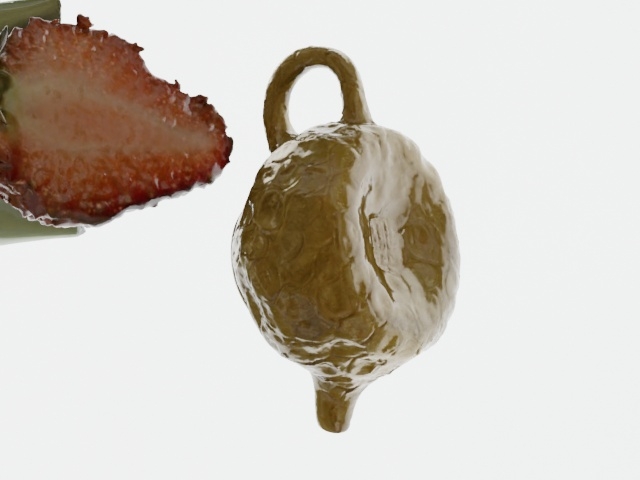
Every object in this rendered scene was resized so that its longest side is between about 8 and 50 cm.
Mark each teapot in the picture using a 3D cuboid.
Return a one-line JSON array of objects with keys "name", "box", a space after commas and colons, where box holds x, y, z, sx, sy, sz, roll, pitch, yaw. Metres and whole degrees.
[{"name": "teapot", "box": [0.000, 0.000, 1.257, 0.167, 0.203, 0.311, -12, -93, 38]}]

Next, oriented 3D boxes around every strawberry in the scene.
[{"name": "strawberry", "box": [-0.208, -0.087, 1.308, 0.106, 0.236, 0.175, 0, -123, 54]}]

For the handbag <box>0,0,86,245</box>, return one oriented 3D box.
[{"name": "handbag", "box": [-0.291, -0.092, 1.338, 0.315, 0.109, 0.241, -8, -57, -13]}]
